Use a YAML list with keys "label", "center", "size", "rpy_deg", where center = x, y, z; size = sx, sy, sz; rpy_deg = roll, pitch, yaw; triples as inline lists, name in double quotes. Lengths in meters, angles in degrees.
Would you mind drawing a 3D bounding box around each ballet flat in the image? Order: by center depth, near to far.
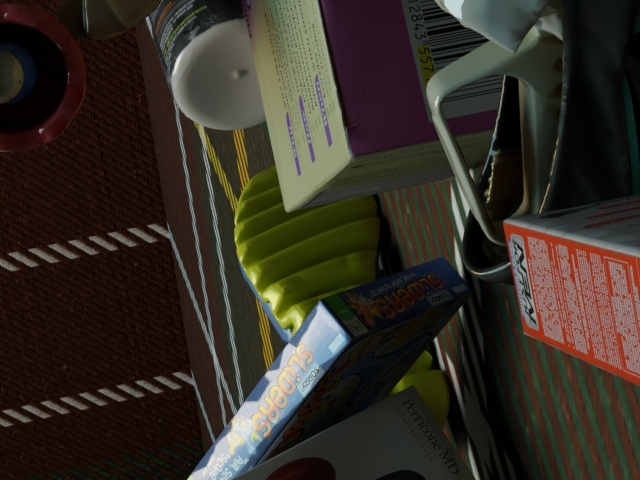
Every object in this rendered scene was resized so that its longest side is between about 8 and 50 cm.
- label: "ballet flat"
  center: [0.095, -0.089, 0.717]
  size: [0.095, 0.096, 0.280]
  rpy_deg: [-115, 16, -55]

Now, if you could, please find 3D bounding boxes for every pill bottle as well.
- label: "pill bottle"
  center: [-0.105, -0.228, 1.606]
  size: [0.245, 0.131, 0.130]
  rpy_deg: [-111, 14, -45]

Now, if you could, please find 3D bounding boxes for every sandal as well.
- label: "sandal"
  center: [0.011, 0.070, 1.344]
  size: [0.138, 0.126, 0.317]
  rpy_deg: [84, 171, -54]

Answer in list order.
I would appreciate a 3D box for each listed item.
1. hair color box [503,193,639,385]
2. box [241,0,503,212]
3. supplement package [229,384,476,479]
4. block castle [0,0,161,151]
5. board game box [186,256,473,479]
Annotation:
- label: "hair color box"
  center: [0.137, 0.013, 0.605]
  size: [0.167, 0.093, 0.053]
  rpy_deg: [-150, 49, -78]
- label: "box"
  center: [0.030, -0.142, 0.969]
  size: [0.243, 0.117, 0.213]
  rpy_deg: [147, 111, -79]
- label: "supplement package"
  center: [0.014, 0.240, 1.082]
  size: [0.194, 0.203, 0.149]
  rpy_deg: [55, 154, 19]
- label: "block castle"
  center: [-0.181, -0.302, 0.962]
  size: [0.453, 0.303, 0.213]
  rpy_deg: [-62, 6, 6]
- label: "board game box"
  center: [0.003, 0.101, 1.120]
  size: [0.035, 0.136, 0.201]
  rpy_deg: [50, 128, 19]
